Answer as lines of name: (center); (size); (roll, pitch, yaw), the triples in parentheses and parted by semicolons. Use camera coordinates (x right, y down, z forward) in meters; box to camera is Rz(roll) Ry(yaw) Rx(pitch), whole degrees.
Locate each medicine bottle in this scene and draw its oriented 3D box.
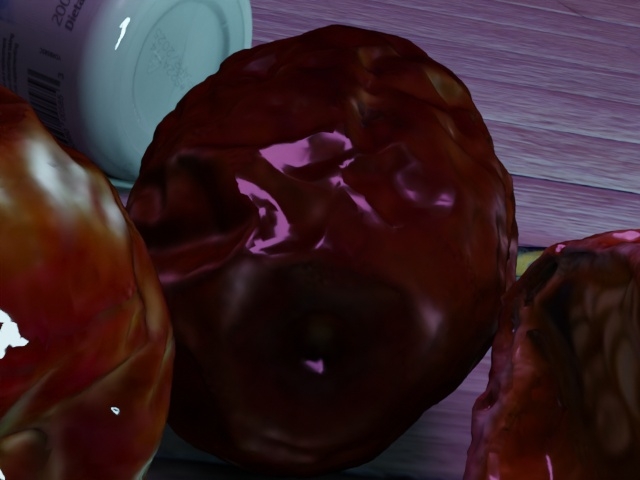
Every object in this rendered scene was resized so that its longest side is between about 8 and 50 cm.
medicine bottle: (-0.198, -0.153, 1.022); (0.288, 0.157, 0.157); (23, 21, 29)

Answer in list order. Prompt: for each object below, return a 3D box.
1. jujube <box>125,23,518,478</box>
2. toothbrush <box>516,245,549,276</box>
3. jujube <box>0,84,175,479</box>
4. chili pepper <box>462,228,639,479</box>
jujube: (0.000, 0.000, 0.680); (0.174, 0.174, 0.250); (11, 22, -5)
toothbrush: (0.093, 0.012, 0.940); (0.321, 0.023, 0.031); (3, 23, -27)
jujube: (-0.168, 0.031, 0.438); (0.232, 0.213, 0.213); (26, 22, 24)
chili pepper: (0.204, 0.070, 0.520); (0.305, 0.229, 0.251); (5, 37, -25)
